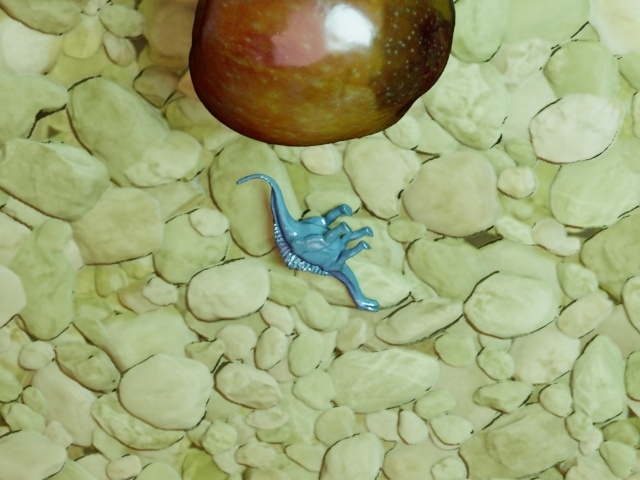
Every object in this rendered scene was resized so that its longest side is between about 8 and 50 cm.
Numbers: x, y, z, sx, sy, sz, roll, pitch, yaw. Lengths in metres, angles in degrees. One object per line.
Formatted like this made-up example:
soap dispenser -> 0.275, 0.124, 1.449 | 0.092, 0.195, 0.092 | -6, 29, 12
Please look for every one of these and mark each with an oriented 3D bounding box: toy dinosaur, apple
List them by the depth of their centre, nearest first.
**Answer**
apple -> 0.001, -0.181, 1.614 | 0.230, 0.230, 0.230 | 3, 118, 6
toy dinosaur -> 0.000, 0.000, 1.808 | 0.080, 0.045, 0.197 | -32, 119, 25
